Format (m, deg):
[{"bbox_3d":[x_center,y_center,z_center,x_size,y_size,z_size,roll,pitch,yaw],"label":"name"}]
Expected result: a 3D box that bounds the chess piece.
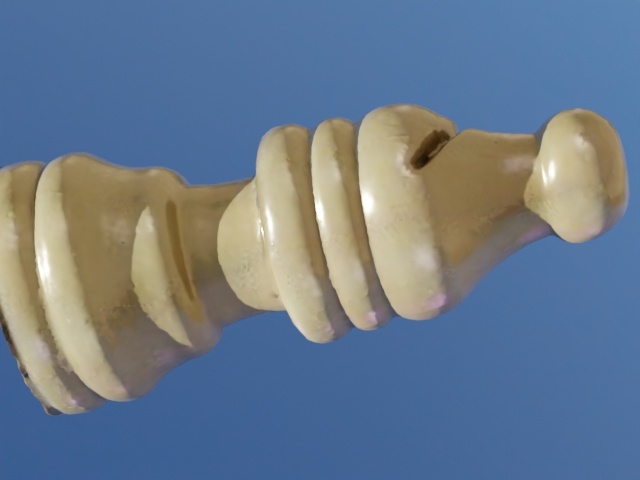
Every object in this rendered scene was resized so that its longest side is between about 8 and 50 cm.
[{"bbox_3d":[0.000,0.000,0.791,0.124,0.307,0.139,-57,-45,-75],"label":"chess piece"}]
